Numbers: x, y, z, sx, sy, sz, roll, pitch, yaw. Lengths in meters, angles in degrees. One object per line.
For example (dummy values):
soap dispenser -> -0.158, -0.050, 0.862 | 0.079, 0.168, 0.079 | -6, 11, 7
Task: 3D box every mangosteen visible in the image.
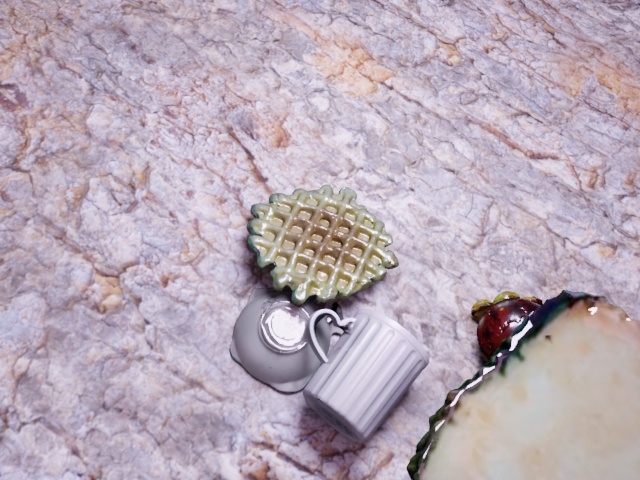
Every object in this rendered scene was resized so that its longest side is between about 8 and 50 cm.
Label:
mangosteen -> 0.401, 0.181, 1.189 | 0.166, 0.166, 0.180 | 1, 41, -10

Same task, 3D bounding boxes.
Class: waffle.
waffle -> 0.000, 0.000, 1.221 | 0.309, 0.056, 0.292 | -18, 57, -25

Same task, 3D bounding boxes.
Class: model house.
model house -> 0.383, 0.378, 0.971 | 0.395, 0.400, 0.445 | 34, 65, 19

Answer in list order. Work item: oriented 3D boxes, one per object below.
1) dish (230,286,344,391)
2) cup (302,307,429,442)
dish -> -0.058, 0.177, 1.143 | 0.246, 0.078, 0.224 | -15, 68, -17
cup -> 0.061, 0.243, 1.097 | 0.221, 0.167, 0.202 | 31, 66, 23
